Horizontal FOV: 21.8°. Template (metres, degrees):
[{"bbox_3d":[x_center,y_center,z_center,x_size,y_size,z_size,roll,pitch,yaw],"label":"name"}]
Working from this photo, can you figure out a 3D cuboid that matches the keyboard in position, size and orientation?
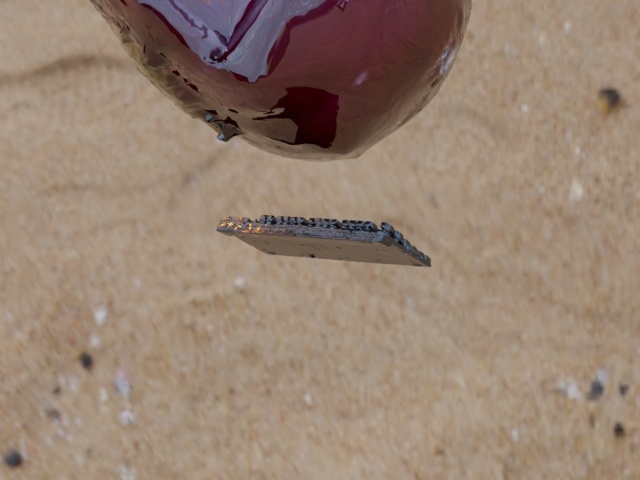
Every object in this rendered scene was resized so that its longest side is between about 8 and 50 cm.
[{"bbox_3d":[0.000,0.000,1.279,0.195,0.060,0.018,5,69,48],"label":"keyboard"}]

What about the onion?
[{"bbox_3d":[-0.010,-0.296,1.298,0.398,0.398,0.420,41,97,29],"label":"onion"}]
